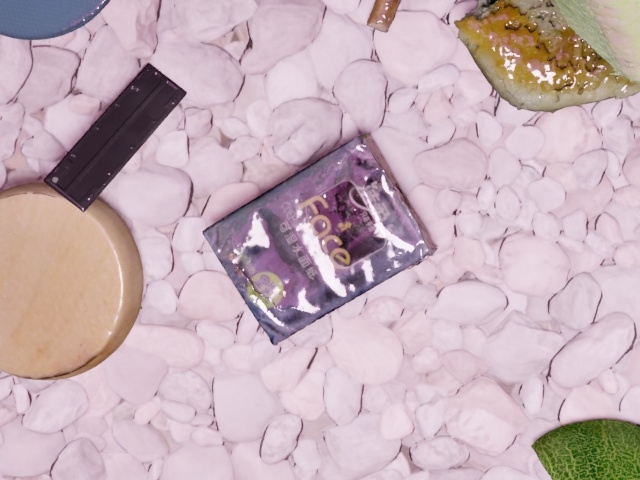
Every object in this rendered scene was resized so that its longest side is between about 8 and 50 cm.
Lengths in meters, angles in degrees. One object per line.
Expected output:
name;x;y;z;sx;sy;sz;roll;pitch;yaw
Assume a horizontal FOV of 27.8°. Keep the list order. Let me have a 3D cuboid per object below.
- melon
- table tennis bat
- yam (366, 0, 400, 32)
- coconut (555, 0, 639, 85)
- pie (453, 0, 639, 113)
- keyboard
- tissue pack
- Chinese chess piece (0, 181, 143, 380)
melon;0.383;0.310;1.501;0.129;0.169;0.265;-44;89;10
table tennis bat;-0.315;-0.371;1.611;0.329;0.044;0.215;-16;92;13
yam;0.096;-0.320;1.551;0.032;0.032;0.145;26;99;6
coconut;0.362;-0.313;1.317;0.328;0.328;0.281;45;127;2
pie;0.321;-0.317;1.491;0.296;0.078;0.371;19;98;6
keyboard;-0.252;-0.129;1.595;0.067;0.011;0.202;38;73;2
tissue pack;0.000;0.000;1.580;0.235;0.073;0.173;-30;92;12
Chinese chess piece;-0.346;0.051;1.633;0.250;0.097;0.251;1;97;9
